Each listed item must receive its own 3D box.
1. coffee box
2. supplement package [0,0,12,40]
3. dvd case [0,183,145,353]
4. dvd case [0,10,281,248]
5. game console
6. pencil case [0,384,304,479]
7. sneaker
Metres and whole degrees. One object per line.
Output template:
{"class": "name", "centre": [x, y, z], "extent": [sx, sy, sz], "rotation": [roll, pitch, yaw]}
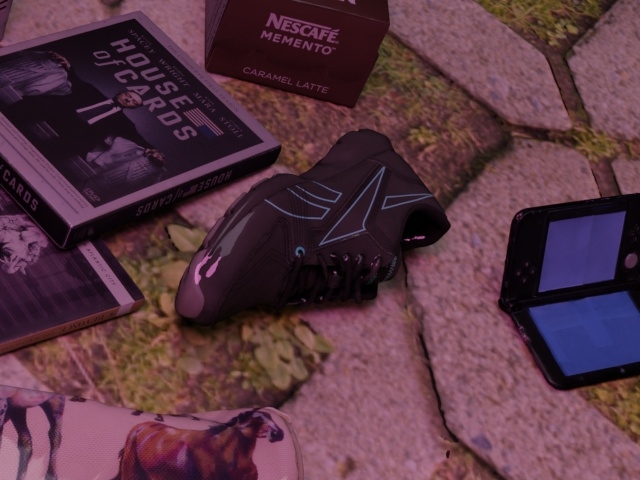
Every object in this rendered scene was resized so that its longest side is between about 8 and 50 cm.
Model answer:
{"class": "coffee box", "centre": [-0.023, -0.246, 1.581], "extent": [0.141, 0.098, 0.246], "rotation": [11, 44, -15]}
{"class": "supplement package", "centre": [-0.335, -0.265, 1.370], "extent": [0.194, 0.203, 0.149], "rotation": [43, 44, 18]}
{"class": "dvd case", "centre": [-0.257, 0.015, 1.265], "extent": [0.221, 0.018, 0.164], "rotation": [-18, 57, -38]}
{"class": "dvd case", "centre": [-0.167, -0.093, 1.394], "extent": [0.179, 0.029, 0.239], "rotation": [44, 40, 18]}
{"class": "game console", "centre": [0.224, 0.037, 1.435], "extent": [0.144, 0.124, 0.085], "rotation": [-8, 26, -33]}
{"class": "pencil case", "centre": [-0.213, 0.148, 1.049], "extent": [0.410, 0.160, 0.183], "rotation": [10, 59, -17]}
{"class": "sneaker", "centre": [0.000, 0.000, 1.347], "extent": [0.106, 0.101, 0.267], "rotation": [42, 45, 13]}
